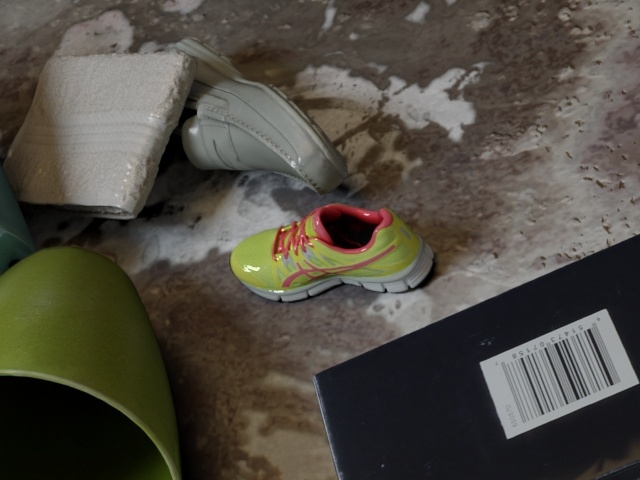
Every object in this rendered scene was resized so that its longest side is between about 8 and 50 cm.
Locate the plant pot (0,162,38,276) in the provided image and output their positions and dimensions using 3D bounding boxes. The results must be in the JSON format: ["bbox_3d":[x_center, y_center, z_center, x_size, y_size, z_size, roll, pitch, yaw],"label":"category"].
[{"bbox_3d":[-0.462,-0.031,1.766,0.341,0.341,0.334,-34,53,-2],"label":"plant pot"}]

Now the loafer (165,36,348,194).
[{"bbox_3d":[-0.087,-0.113,1.778,0.111,0.112,0.319,-47,39,-7],"label":"loafer"}]

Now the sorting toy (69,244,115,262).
[{"bbox_3d":[-0.261,0.044,1.797,0.062,0.012,0.083,18,60,32],"label":"sorting toy"}]

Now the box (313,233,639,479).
[{"bbox_3d":[0.220,0.178,1.225,0.343,0.312,0.179,-24,46,8],"label":"box"}]

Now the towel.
[{"bbox_3d":[-0.248,-0.116,1.828,0.282,0.049,0.187,3,69,50],"label":"towel"}]

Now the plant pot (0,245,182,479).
[{"bbox_3d":[-0.251,0.142,1.566,0.275,0.275,0.293,-19,30,13],"label":"plant pot"}]

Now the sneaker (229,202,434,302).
[{"bbox_3d":[0.000,0.000,1.641,0.208,0.094,0.081,-6,52,25],"label":"sneaker"}]
